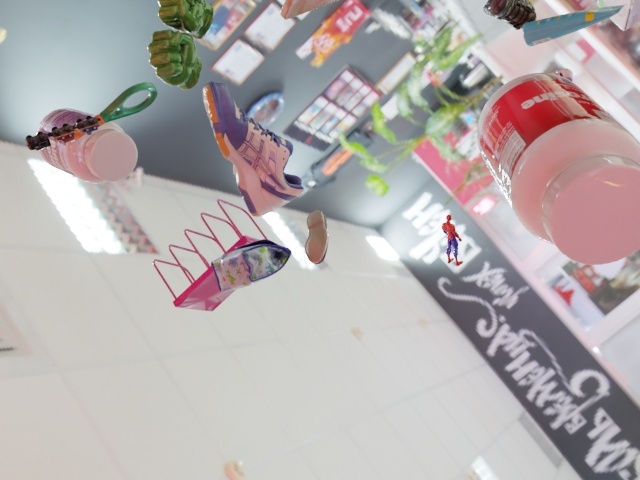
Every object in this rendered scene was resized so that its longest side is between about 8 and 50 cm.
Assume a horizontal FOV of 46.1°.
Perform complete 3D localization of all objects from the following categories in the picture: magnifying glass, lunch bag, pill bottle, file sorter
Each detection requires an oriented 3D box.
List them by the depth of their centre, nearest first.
[{"bbox_3d":[0.427,-0.132,1.323,0.229,0.229,0.408,41,-160,-22],"label":"pill bottle"},{"bbox_3d":[-0.477,-0.291,1.717,0.026,0.231,0.092,55,172,12],"label":"magnifying glass"},{"bbox_3d":[-0.158,0.054,1.773,0.151,0.128,0.096,-16,-90,-47],"label":"lunch bag"},{"bbox_3d":[-0.596,-0.239,1.927,0.301,0.169,0.169,20,171,46],"label":"pill bottle"},{"bbox_3d":[-0.314,0.042,2.204,0.182,0.290,0.202,53,-167,22],"label":"file sorter"}]

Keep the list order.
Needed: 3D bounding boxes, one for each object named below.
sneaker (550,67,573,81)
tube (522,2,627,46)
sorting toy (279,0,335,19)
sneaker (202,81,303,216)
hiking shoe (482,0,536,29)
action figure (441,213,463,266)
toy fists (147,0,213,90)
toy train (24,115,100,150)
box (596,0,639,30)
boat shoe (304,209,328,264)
[{"bbox_3d":[0.579,-0.372,2.031,0.095,0.236,0.105,18,-127,-72],"label":"sneaker"},{"bbox_3d":[0.535,-0.461,1.591,0.080,0.207,0.052,-47,-59,-44],"label":"tube"},{"bbox_3d":[0.005,-0.744,2.010,0.089,0.257,0.255,48,-129,9],"label":"sorting toy"},{"bbox_3d":[-0.125,-0.188,1.441,0.112,0.131,0.296,-110,-2,-51],"label":"sneaker"},{"bbox_3d":[0.450,-0.538,1.734,0.114,0.086,0.227,37,-151,8],"label":"hiking shoe"},{"bbox_3d":[0.265,-0.003,1.518,0.038,0.030,0.115,26,142,46],"label":"action figure"},{"bbox_3d":[-0.361,-0.534,1.942,0.096,0.279,0.142,2,167,39],"label":"toy fists"},{"bbox_3d":[-0.511,-0.213,1.506,0.027,0.158,0.036,25,132,44],"label":"toy train"},{"bbox_3d":[0.847,-0.702,1.917,0.127,0.231,0.262,57,-177,23],"label":"box"},{"bbox_3d":[0.000,0.000,2.166,0.065,0.075,0.206,52,-157,-37],"label":"boat shoe"}]
